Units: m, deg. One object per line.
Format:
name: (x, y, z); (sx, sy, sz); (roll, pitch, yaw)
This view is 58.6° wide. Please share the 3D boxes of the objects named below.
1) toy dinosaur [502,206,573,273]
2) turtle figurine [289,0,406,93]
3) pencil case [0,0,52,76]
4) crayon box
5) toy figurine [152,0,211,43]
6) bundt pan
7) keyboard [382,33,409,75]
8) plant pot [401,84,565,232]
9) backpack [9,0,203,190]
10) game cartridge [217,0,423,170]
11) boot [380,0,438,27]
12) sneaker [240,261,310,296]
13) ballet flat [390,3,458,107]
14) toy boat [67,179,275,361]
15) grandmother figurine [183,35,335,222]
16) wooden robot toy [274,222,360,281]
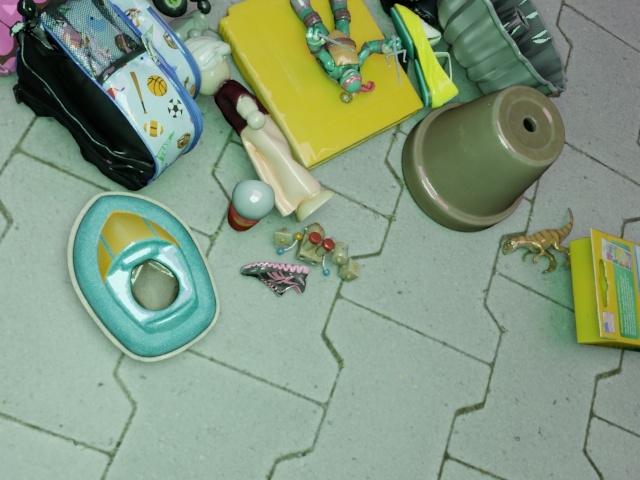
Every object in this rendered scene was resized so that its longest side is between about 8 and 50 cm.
toy dinosaur: (0.470, 0.001, 1.155); (0.211, 0.064, 0.112); (-16, 81, -23)
turtle figurine: (0.036, -0.342, 0.995); (0.175, 0.118, 0.234); (-9, 67, -34)
pencil case: (-0.482, -0.353, 0.899); (0.098, 0.095, 0.210); (31, 70, -26)
crayon box: (0.594, 0.107, 1.119); (0.322, 0.083, 0.203); (13, 71, -33)
toy figurine: (-0.277, -0.406, 0.916); (0.213, 0.209, 0.148); (39, 56, -7)
bundt pan: (0.350, -0.408, 1.140); (0.330, 0.124, 0.331); (26, 50, -36)
keyboard: (0.094, -0.377, 1.144); (0.180, 0.023, 0.108); (12, 78, -17)
plant pot: (0.318, -0.166, 1.056); (0.262, 0.229, 0.263); (5, 74, -19)
backpack: (-0.301, -0.216, 0.848); (0.213, 0.276, 0.263); (-40, 103, -24)
game cartridge: (0.002, -0.326, 1.069); (0.285, 0.052, 0.324); (-30, 88, -21)
boot: (0.172, -0.571, 1.181); (0.246, 0.094, 0.207); (36, 63, -14)
sneaker: (-0.076, 0.065, 0.959); (0.119, 0.047, 0.057); (6, 86, -17)
ballet flat: (0.207, -0.366, 1.114); (0.077, 0.077, 0.231); (-19, 76, 4)
toy boat: (-0.213, 0.009, 0.864); (0.318, 0.148, 0.268); (-34, 89, -23)
grandmother figurine: (-0.112, -0.185, 0.926); (0.104, 0.208, 0.342); (-39, 93, -12)
wooden robot toy: (0.000, 0.000, 0.987); (0.173, 0.076, 0.079); (25, 49, -18)
